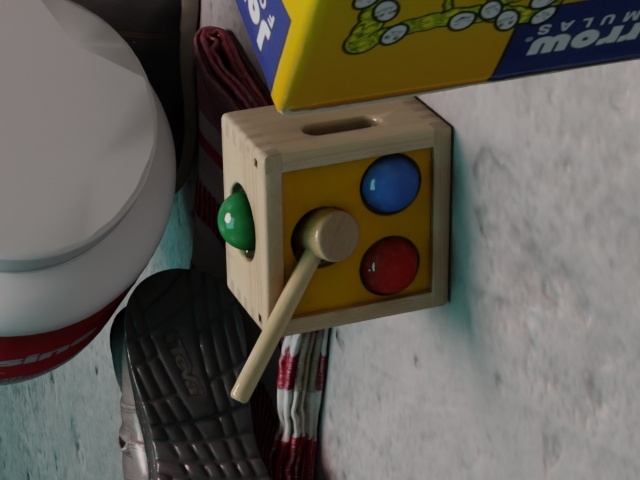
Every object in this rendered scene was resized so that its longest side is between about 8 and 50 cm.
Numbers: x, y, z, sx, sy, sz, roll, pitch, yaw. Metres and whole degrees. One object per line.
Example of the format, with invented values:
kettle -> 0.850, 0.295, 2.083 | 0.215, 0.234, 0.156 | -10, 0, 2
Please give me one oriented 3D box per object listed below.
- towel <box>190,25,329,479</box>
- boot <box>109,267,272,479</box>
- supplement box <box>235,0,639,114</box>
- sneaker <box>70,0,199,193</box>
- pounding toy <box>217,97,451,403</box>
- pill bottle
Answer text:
towel -> -0.055, 0.040, 1.373 | 0.237, 0.037, 0.329 | -120, 27, -47
boot -> -0.095, 0.196, 1.384 | 0.223, 0.118, 0.338 | 130, 139, -73
supplement box -> 0.075, -0.232, 0.624 | 0.356, 0.195, 0.194 | 109, 146, -55
sneaker -> -0.163, -0.127, 1.467 | 0.083, 0.118, 0.222 | -124, 31, -49
pounding toy -> 0.000, 0.000, 1.036 | 0.100, 0.141, 0.130 | -134, 38, -57
pill bottle -> -0.228, -0.031, 1.328 | 0.407, 0.229, 0.229 | 136, 121, -73
